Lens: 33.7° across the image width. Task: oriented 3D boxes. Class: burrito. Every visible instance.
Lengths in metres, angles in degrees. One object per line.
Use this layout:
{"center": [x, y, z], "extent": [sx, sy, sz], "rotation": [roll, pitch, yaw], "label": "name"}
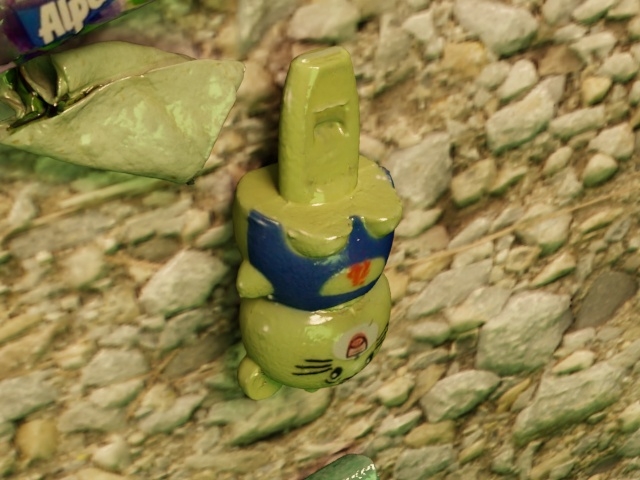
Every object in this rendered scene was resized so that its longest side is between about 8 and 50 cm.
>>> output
{"center": [-0.098, -0.067, 0.511], "extent": [0.118, 0.044, 0.074], "rotation": [10, 115, -37], "label": "burrito"}

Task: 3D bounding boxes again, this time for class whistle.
{"center": [-0.041, 0.210, 0.755], "extent": [0.186, 0.039, 0.039], "rotation": [-29, 133, -8], "label": "whistle"}
{"center": [0.000, 0.000, 0.591], "extent": [0.105, 0.085, 0.227], "rotation": [-20, 131, -29], "label": "whistle"}

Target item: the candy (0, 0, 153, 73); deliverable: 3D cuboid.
{"center": [-0.059, -0.150, 0.442], "extent": [0.312, 0.088, 0.061], "rotation": [-27, 137, -10], "label": "candy"}
